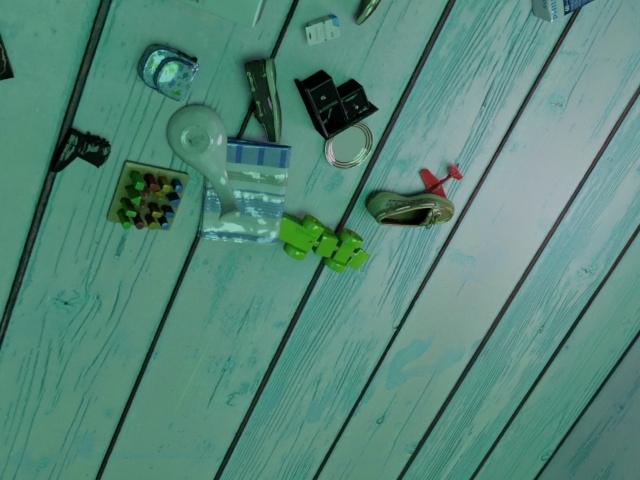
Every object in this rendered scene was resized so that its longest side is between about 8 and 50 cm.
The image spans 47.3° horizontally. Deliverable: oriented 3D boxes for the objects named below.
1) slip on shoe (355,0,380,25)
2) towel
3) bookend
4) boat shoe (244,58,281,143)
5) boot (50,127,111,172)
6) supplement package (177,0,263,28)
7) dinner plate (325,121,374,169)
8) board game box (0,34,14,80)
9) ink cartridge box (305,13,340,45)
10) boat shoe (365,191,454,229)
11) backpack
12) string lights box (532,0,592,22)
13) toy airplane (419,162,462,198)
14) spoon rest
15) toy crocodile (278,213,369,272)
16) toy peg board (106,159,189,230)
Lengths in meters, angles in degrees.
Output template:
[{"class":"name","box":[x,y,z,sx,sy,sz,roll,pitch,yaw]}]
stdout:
[{"class":"slip on shoe","box":[0.120,-0.570,1.718,0.041,0.051,0.135,39,112,0]},{"class":"towel","box":[-0.191,-0.116,1.830,0.209,0.034,0.285,6,119,-10]},{"class":"bookend","box":[0.041,-0.356,1.799,0.157,0.072,0.156,-31,130,-6]},{"class":"boat shoe","box":[-0.133,-0.327,1.730,0.069,0.081,0.227,-2,134,4]},{"class":"boot","box":[-0.534,-0.189,1.636,0.099,0.045,0.121,23,108,-40]},{"class":"supplement package","box":[-0.215,-0.560,1.418,0.262,0.145,0.204,19,114,-6]},{"class":"dinner plate","box":[0.074,-0.252,1.923,0.141,0.017,0.141,-13,125,-19]},{"class":"board game box","box":[-0.696,-0.423,1.402,0.136,0.030,0.259,-15,127,-15]},{"class":"ink cartridge box","box":[0.001,-0.493,1.714,0.083,0.028,0.048,-21,128,-14]},{"class":"boat shoe","box":[0.266,-0.072,2.085,0.285,0.089,0.104,1,135,-24]},{"class":"backpack","box":[-0.332,-0.367,1.592,0.114,0.084,0.105,21,108,-33]},{"class":"string lights box","box":[0.676,-0.688,1.900,0.260,0.077,0.133,-28,129,-8]},{"class":"toy airplane","box":[0.351,-0.168,2.116,0.151,0.028,0.151,-15,128,-19]},{"class":"spoon rest","box":[-0.266,-0.185,1.729,0.137,0.084,0.276,-20,106,4]},{"class":"toy crocodile","box":[0.000,0.000,2.011,0.340,0.105,0.115,20,111,-31]},{"class":"toy peg board","box":[-0.404,-0.089,1.745,0.161,0.079,0.161,10,116,-32]}]
